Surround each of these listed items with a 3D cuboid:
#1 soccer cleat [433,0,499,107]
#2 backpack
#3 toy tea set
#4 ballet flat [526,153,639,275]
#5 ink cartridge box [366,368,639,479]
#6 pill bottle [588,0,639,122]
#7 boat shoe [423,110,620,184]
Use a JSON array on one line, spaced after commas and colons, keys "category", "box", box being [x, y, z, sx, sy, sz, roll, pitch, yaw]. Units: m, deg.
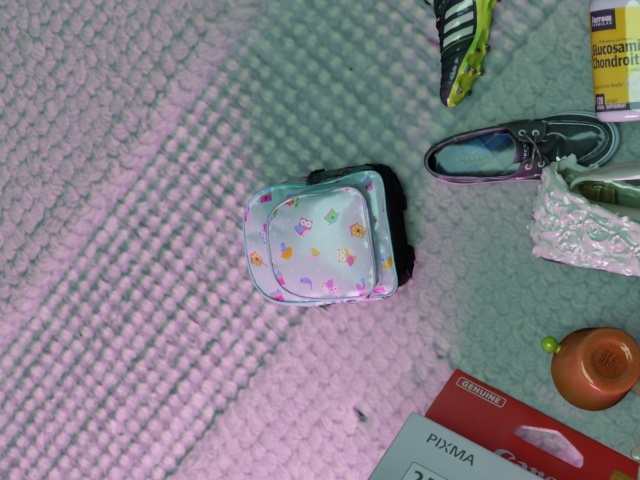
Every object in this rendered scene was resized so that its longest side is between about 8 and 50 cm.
[{"category": "soccer cleat", "box": [0.162, -0.245, 1.813, 0.072, 0.060, 0.179, 17, 94, 27]}, {"category": "backpack", "box": [0.000, 0.000, 1.845, 0.188, 0.144, 0.166, -6, 98, 23]}, {"category": "toy tea set", "box": [0.400, 0.204, 1.755, 0.200, 0.124, 0.336, -25, 82, -10]}, {"category": "ballet flat", "box": [0.408, -0.013, 1.663, 0.409, 0.147, 0.147, 10, 98, 28]}, {"category": "ink cartridge box", "box": [0.224, 0.278, 1.734, 0.296, 0.261, 0.066, 26, 142, 16]}, {"category": "pill bottle", "box": [0.350, -0.225, 1.719, 0.103, 0.103, 0.184, -3, 94, 20]}, {"category": "boat shoe", "box": [0.227, -0.105, 1.787, 0.228, 0.076, 0.080, -3, 94, 20]}]
